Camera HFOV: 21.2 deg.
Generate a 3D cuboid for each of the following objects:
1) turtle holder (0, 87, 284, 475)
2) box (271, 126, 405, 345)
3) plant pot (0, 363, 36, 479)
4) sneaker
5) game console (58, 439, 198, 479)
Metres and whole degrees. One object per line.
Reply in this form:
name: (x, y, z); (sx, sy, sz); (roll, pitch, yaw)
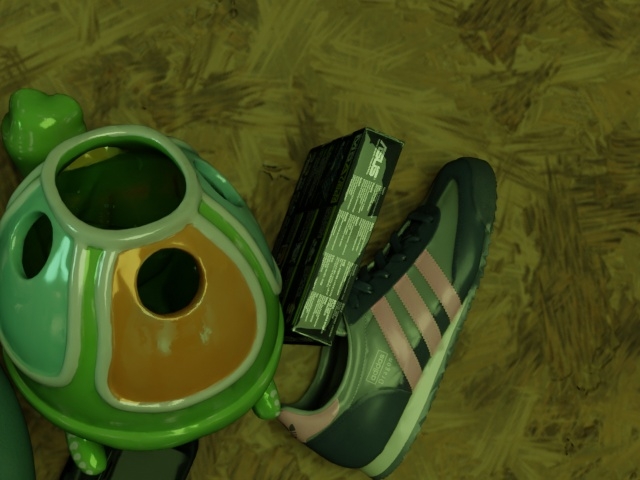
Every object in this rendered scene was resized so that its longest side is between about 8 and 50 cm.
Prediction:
turtle holder: (-0.154, 0.009, 1.422); (0.243, 0.227, 0.320); (-3, 45, 1)
box: (0.000, 0.000, 1.530); (0.045, 0.184, 0.191); (23, 80, -16)
plant pot: (-0.357, 0.162, 1.393); (0.290, 0.290, 0.195); (24, 48, -14)
sneaker: (0.062, 0.054, 1.585); (0.131, 0.112, 0.319); (24, 80, -17)
game console: (-0.207, 0.317, 1.529); (0.213, 0.044, 0.361); (26, 81, -16)
